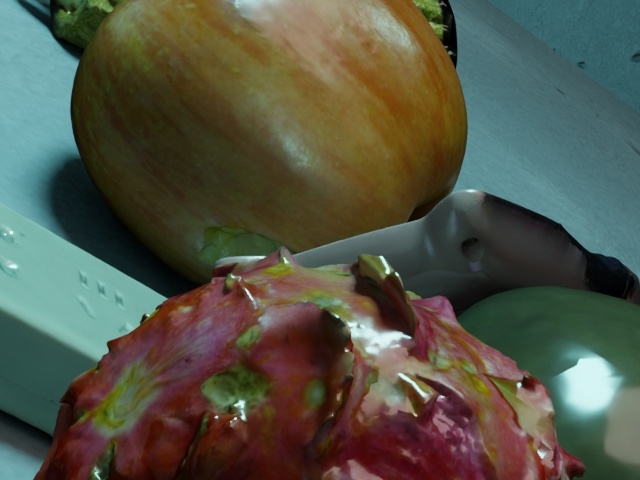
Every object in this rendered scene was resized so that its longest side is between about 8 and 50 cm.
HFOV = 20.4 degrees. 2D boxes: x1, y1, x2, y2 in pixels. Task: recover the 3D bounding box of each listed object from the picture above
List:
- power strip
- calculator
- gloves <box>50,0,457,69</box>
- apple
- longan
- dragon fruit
[{"bbox_3d":[-0.133,0.042,0.855,0.338,0.058,0.098,32,19,-27],"label":"power strip"},{"bbox_3d":[0.092,0.056,1.089,0.330,0.220,0.048,29,50,-55],"label":"calculator"},{"bbox_3d":[-0.059,-0.179,1.418,0.356,0.155,0.203,15,21,-21],"label":"gloves"},{"bbox_3d":[-0.026,-0.076,1.119,0.241,0.242,0.242,40,15,-5],"label":"apple"},{"bbox_3d":[0.142,0.141,0.926,0.246,0.215,0.246,18,49,-21],"label":"longan"},{"bbox_3d":[0.014,0.128,0.709,0.268,0.205,0.210,44,-12,-10],"label":"dragon fruit"}]
